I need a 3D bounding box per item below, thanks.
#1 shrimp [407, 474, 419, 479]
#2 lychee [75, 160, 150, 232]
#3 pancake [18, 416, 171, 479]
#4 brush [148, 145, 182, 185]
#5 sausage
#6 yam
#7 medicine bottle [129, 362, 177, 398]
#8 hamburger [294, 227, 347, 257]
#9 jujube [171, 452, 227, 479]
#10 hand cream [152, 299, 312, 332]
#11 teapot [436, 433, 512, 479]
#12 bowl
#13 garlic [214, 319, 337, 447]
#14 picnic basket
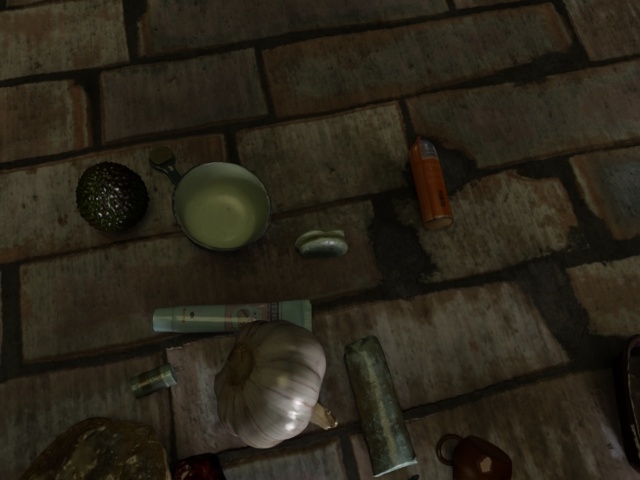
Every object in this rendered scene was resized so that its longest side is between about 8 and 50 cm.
[{"bbox_3d":[0.216,0.523,0.974,0.195,0.035,0.148,-6,67,-2],"label":"shrimp"},{"bbox_3d":[-0.458,-0.096,1.122,0.171,0.171,0.171,1,69,-1],"label":"lychee"},{"bbox_3d":[-0.427,0.482,0.874,0.386,0.082,0.387,-13,38,10],"label":"pancake"},{"bbox_3d":[-0.317,-0.123,1.208,0.062,0.027,0.266,-34,74,-24],"label":"brush"},{"bbox_3d":[0.255,-0.145,1.211,0.071,0.071,0.235,-6,70,-4],"label":"sausage"},{"bbox_3d":[0.112,0.324,1.016,0.093,0.093,0.260,-13,69,-7],"label":"yam"},{"bbox_3d":[-0.339,0.285,1.040,0.083,0.047,0.047,-21,71,-8],"label":"medicine bottle"},{"bbox_3d":[0.000,0.003,1.139,0.121,0.084,0.054,-6,71,-2],"label":"hamburger"},{"bbox_3d":[-0.215,0.501,0.901,0.167,0.168,0.237,-5,65,-4],"label":"jujube"},{"bbox_3d":[-0.184,0.167,1.091,0.330,0.058,0.085,1,51,-6],"label":"hand cream"},{"bbox_3d":[0.295,0.440,0.975,0.173,0.116,0.116,27,68,37],"label":"teapot"},{"bbox_3d":[-0.219,-0.057,1.129,0.211,0.112,0.212,6,66,-14],"label":"bowl"},{"bbox_3d":[-0.061,0.291,0.986,0.253,0.245,0.245,37,68,-26],"label":"garlic"},{"bbox_3d":[0.683,0.339,1.005,0.222,0.129,0.297,3,68,1],"label":"picnic basket"}]
